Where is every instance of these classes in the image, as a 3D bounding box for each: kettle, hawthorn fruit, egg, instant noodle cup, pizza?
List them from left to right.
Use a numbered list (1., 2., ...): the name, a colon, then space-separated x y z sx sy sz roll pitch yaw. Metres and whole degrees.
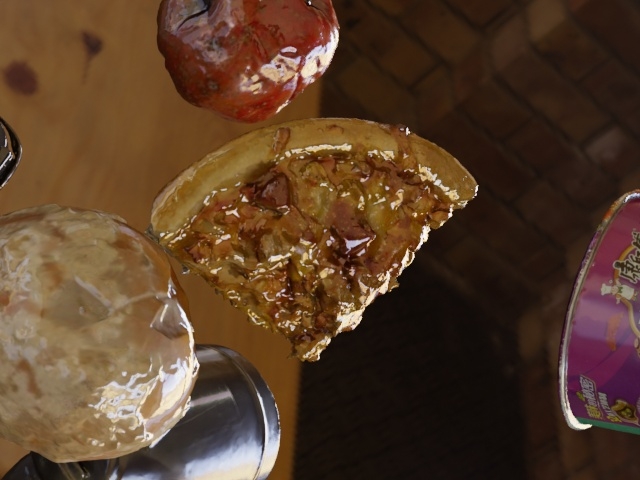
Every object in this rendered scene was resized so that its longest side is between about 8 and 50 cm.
1. egg: -0.195 0.067 1.213 0.195 0.195 0.233 19 17 -44
2. kettle: -0.263 0.269 2.015 0.324 0.321 0.228 1 64 -60
3. hawthorn fruit: -0.103 -0.298 2.280 0.258 0.262 0.258 -7 90 -88
4. pizza: 0.000 0.000 1.442 0.336 0.086 0.226 -7 100 -27
5. instant noodle cup: 0.366 0.091 1.523 0.190 0.251 0.251 15 14 29

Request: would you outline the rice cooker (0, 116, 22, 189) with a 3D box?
1. rice cooker: -0.407 -0.109 1.702 0.165 0.106 0.112 36 76 -6
